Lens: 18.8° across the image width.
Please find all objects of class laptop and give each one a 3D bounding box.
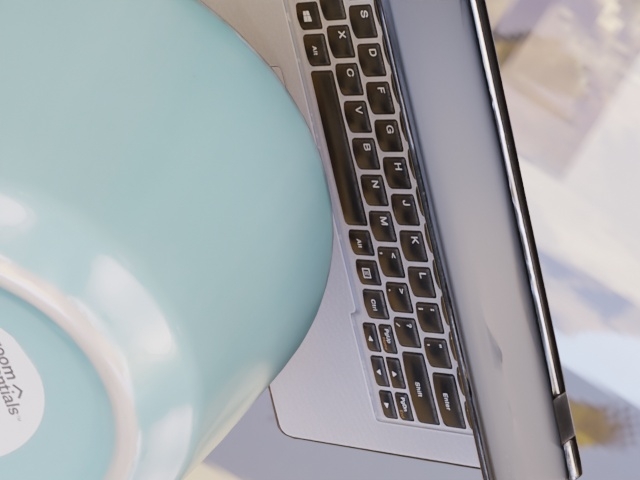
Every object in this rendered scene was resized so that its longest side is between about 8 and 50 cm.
[{"bbox_3d":[0.000,0.000,1.077,0.408,0.382,0.236,3,-158,46],"label":"laptop"}]

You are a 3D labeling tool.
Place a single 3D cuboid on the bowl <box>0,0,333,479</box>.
[{"bbox_3d":[-0.157,0.031,0.896,0.311,0.311,0.163,30,-146,-13],"label":"bowl"}]
